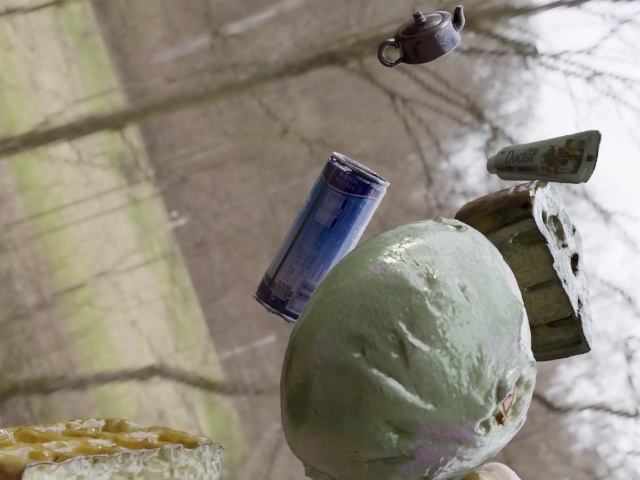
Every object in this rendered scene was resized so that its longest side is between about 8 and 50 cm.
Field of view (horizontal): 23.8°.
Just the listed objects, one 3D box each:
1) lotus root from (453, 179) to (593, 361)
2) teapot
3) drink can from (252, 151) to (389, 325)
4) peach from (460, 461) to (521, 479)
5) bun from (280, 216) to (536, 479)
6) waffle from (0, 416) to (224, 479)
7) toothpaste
[{"bbox_3d":[0.248,0.030,1.832,0.235,0.119,0.138,66,29,-29],"label":"lotus root"},{"bbox_3d":[0.102,-0.209,1.540,0.068,0.100,0.045,-124,-170,-65],"label":"teapot"},{"bbox_3d":[0.000,0.000,2.120,0.097,0.235,0.097,28,8,-4],"label":"drink can"},{"bbox_3d":[0.209,0.401,1.987,0.214,0.214,0.235,80,26,-52],"label":"peach"},{"bbox_3d":[0.111,0.135,1.475,0.187,0.293,0.293,31,-36,48],"label":"bun"},{"bbox_3d":[-0.232,0.205,1.393,0.274,0.168,0.057,2,93,-56],"label":"waffle"},{"bbox_3d":[0.272,-0.099,1.883,0.255,0.037,0.067,3,-105,68],"label":"toothpaste"}]
